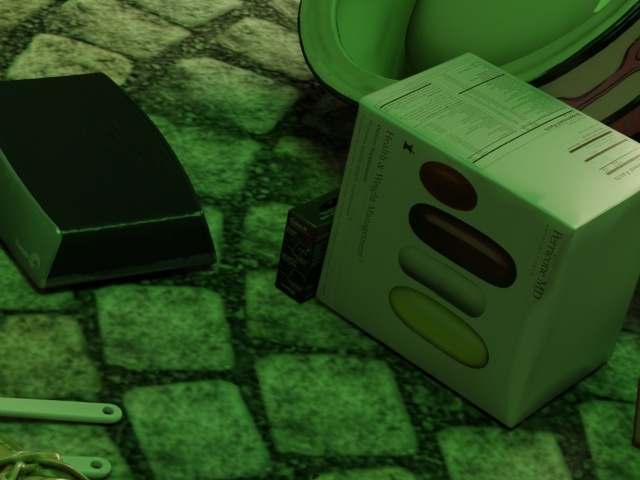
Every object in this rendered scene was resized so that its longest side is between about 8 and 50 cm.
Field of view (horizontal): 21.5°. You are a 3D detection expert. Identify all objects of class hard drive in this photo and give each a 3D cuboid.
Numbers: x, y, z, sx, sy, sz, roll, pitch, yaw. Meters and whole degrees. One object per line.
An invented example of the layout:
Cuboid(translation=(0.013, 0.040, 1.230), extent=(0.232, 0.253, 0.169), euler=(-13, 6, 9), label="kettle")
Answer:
Cuboid(translation=(-0.203, -0.060, 1.409), extent=(0.172, 0.054, 0.254), euler=(-8, 39, -28), label="hard drive")

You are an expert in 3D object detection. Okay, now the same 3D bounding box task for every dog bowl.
Cuboid(translation=(0.190, -0.230, 1.543), extent=(0.408, 0.150, 0.408), euler=(-21, 44, 22), label="dog bowl")

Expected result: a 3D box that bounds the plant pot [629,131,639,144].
Cuboid(translation=(0.364, -0.114, 1.569), extent=(0.230, 0.215, 0.215), euler=(-29, 50, -24), label="plant pot")

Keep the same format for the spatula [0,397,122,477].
Cuboid(translation=(-0.249, 0.151, 1.120), extent=(0.242, 0.019, 0.168), euler=(7, 33, -15), label="spatula")

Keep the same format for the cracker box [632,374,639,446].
Cuboid(translation=(0.374, 0.134, 1.262), extent=(0.232, 0.067, 0.156), euler=(19, 32, 34), label="cracker box")

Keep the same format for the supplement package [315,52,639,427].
Cuboid(translation=(0.132, -0.004, 1.310), extent=(0.203, 0.194, 0.149), euler=(32, 39, 28), label="supplement package")

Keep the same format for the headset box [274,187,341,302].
Cuboid(translation=(0.000, 0.000, 1.360), extent=(0.032, 0.083, 0.062), euler=(33, 38, 29), label="headset box")

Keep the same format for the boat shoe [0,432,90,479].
Cuboid(translation=(-0.171, 0.172, 1.019), extent=(0.302, 0.098, 0.109), euler=(36, 42, 23), label="boat shoe")
